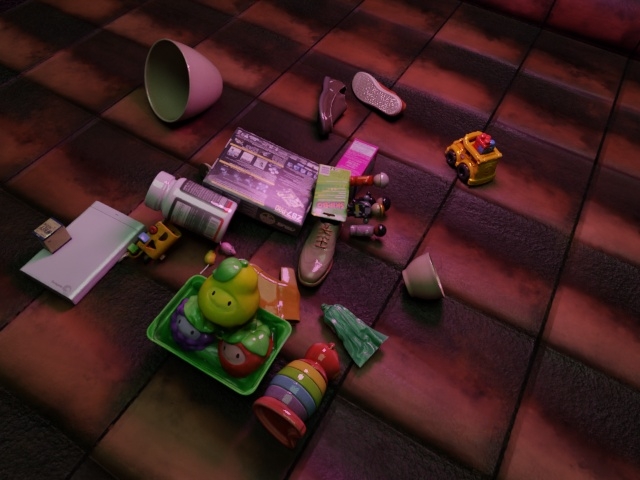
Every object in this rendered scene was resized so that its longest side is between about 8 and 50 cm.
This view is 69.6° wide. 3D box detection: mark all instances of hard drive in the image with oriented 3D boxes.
[{"bbox_3d":[-0.820,0.031,1.612,0.233,0.047,0.353,25,57,13],"label":"hard drive"}]

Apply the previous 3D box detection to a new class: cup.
[{"bbox_3d":[-0.571,-0.689,2.006,0.331,0.331,0.237,43,36,23],"label":"cup"}]

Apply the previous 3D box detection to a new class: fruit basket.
[{"bbox_3d":[-0.279,0.234,1.318,0.392,0.392,0.283,26,57,13],"label":"fruit basket"}]

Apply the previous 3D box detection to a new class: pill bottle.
[{"bbox_3d":[-0.451,-0.120,1.615,0.283,0.161,0.161,26,55,-9],"label":"pill bottle"}]

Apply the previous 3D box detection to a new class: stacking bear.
[{"bbox_3d":[-0.046,0.419,1.339,0.164,0.175,0.289,36,50,11],"label":"stacking bear"}]

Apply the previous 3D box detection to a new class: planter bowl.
[{"bbox_3d":[0.346,0.132,1.577,0.109,0.162,0.162,-19,54,15],"label":"planter bowl"}]

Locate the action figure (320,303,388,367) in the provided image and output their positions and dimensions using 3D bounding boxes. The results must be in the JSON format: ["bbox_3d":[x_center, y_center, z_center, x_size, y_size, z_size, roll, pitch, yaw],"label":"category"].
[{"bbox_3d":[0.088,0.284,1.492,0.232,0.063,0.137,42,64,18],"label":"action figure"}]

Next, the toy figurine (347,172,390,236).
[{"bbox_3d":[0.183,-0.125,1.696,0.148,0.213,0.210,0,54,10],"label":"toy figurine"}]

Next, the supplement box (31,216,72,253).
[{"bbox_3d":[-0.908,-0.016,1.559,0.056,0.083,0.083,29,58,16],"label":"supplement box"}]

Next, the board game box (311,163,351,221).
[{"bbox_3d":[0.040,-0.170,1.676,0.124,0.039,0.260,12,49,-4],"label":"board game box"}]

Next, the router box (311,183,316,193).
[{"bbox_3d":[0.026,-0.194,1.775,0.038,0.092,0.122,-14,26,40],"label":"router box"}]

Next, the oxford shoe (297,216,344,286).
[{"bbox_3d":[0.000,0.000,1.644,0.122,0.130,0.348,14,55,6],"label":"oxford shoe"}]

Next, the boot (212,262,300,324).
[{"bbox_3d":[-0.213,0.187,1.513,0.295,0.104,0.211,1,54,-9],"label":"boot"}]

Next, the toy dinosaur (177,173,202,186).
[{"bbox_3d":[-0.473,-0.190,1.744,0.211,0.112,0.064,22,36,-36],"label":"toy dinosaur"}]

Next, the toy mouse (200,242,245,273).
[{"bbox_3d":[-0.339,0.056,1.640,0.143,0.031,0.161,8,55,2],"label":"toy mouse"}]

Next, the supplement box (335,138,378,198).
[{"bbox_3d":[0.139,-0.295,1.875,0.113,0.111,0.220,26,56,13],"label":"supplement box"}]

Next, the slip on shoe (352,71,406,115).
[{"bbox_3d":[0.272,-0.689,2.178,0.101,0.123,0.331,-7,42,-49],"label":"slip on shoe"}]

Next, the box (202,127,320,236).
[{"bbox_3d":[-0.206,-0.229,1.764,0.394,0.097,0.318,24,53,-5],"label":"box"}]

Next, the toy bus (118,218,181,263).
[{"bbox_3d":[-0.578,0.020,1.599,0.104,0.202,0.191,45,51,-10],"label":"toy bus"}]

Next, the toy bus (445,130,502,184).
[{"bbox_3d":[0.642,-0.374,1.911,0.149,0.211,0.220,-17,56,-14],"label":"toy bus"}]

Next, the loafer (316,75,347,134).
[{"bbox_3d":[0.059,-0.618,2.083,0.130,0.134,0.366,7,55,1],"label":"loafer"}]

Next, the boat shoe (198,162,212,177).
[{"bbox_3d":[-0.405,-0.246,1.826,0.190,0.068,0.072,47,22,28],"label":"boat shoe"}]
